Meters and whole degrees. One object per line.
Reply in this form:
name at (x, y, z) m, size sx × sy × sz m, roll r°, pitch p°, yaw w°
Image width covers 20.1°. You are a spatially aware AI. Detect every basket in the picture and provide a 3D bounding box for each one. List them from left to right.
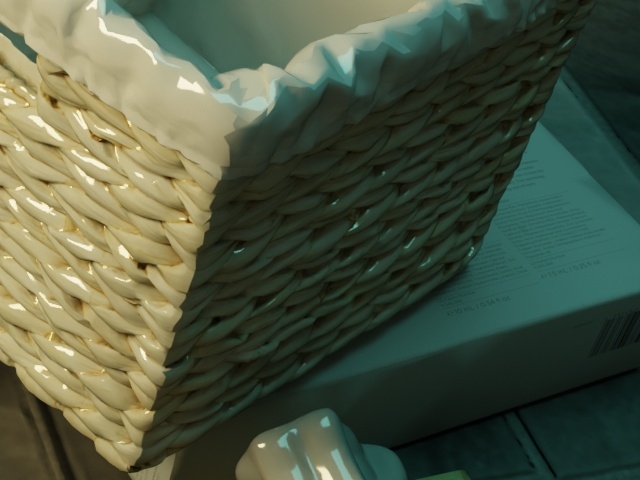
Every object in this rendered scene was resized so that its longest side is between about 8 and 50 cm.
basket at (-0.076, -0.105, 0.962) m, size 0.328 × 0.266 × 0.331 m, roll 37°, pitch 42°, yaw 22°

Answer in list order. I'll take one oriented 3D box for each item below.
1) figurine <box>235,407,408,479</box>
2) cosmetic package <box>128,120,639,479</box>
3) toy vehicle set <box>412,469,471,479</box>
figurine at (-0.023, 0.212, 0.865) m, size 0.215 × 0.092 × 0.209 m, roll -23°, pitch 59°, yaw -8°
cosmetic package at (0.000, 0.000, 1.151) m, size 0.377 × 0.097 × 0.284 m, roll -13°, pitch 50°, yaw -32°
toy vehicle set at (0.066, 0.241, 0.935) m, size 0.166 × 0.035 × 0.267 m, roll -10°, pitch 46°, yaw -29°
